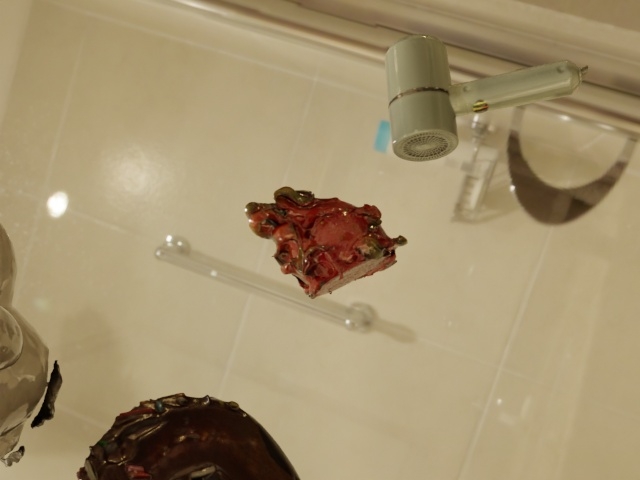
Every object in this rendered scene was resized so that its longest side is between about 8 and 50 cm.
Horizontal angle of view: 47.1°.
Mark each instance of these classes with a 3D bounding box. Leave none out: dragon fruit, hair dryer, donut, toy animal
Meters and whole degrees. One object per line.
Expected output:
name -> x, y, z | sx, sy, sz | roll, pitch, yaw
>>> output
dragon fruit -> 0.000, 0.000, 0.928 | 0.133, 0.208, 0.150 | 119, 172, -50
hair dryer -> 0.114, -0.109, 0.514 | 0.047, 0.137, 0.081 | 44, -139, -62
donut -> -0.117, 0.253, 0.667 | 0.096, 0.230, 0.216 | -46, 9, 36
toy animal -> -0.328, 0.113, 0.667 | 0.325, 0.154, 0.208 | -58, 37, 29
